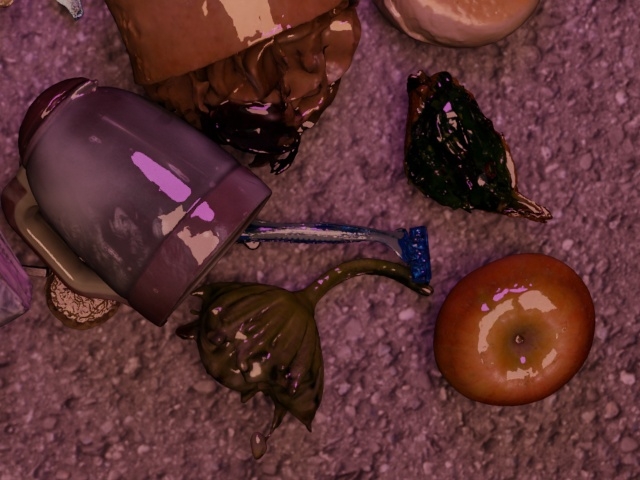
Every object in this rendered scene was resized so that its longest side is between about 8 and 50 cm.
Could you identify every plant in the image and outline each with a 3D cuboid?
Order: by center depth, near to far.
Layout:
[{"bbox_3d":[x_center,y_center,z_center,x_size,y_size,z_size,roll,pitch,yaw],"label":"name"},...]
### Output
[{"bbox_3d":[-0.039,0.108,1.877,0.251,0.180,0.333,48,52,-4],"label":"plant"}]

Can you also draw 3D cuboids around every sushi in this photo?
[{"bbox_3d":[0.194,-0.111,1.862,0.149,0.140,0.287,-37,99,-13],"label":"sushi"}]

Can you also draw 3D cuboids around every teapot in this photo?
[{"bbox_3d":[-0.270,-0.049,1.722,0.312,0.233,0.315,41,125,1],"label":"teapot"}]

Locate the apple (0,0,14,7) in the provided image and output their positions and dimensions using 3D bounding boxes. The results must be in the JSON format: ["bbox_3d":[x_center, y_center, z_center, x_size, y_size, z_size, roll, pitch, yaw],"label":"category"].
[{"bbox_3d":[-0.494,-0.425,1.705,0.265,0.120,0.193,17,95,-5],"label":"apple"}]

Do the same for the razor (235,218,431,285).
[{"bbox_3d":[0.004,-0.007,1.854,0.324,0.056,0.093,7,56,-12],"label":"razor"}]

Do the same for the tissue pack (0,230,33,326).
[{"bbox_3d":[-0.563,0.059,1.593,0.361,0.122,0.259,-29,116,4],"label":"tissue pack"}]

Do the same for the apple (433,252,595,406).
[{"bbox_3d":[0.273,0.125,1.886,0.234,0.173,0.210,-13,101,-1],"label":"apple"}]

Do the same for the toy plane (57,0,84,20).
[{"bbox_3d":[-0.267,-0.397,1.794,0.235,0.060,0.096,-35,113,-11],"label":"toy plane"}]

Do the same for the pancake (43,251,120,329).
[{"bbox_3d":[-0.329,0.068,1.836,0.114,0.011,0.115,-1,94,-10],"label":"pancake"}]

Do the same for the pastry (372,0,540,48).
[{"bbox_3d":[0.191,-0.391,1.844,0.264,0.133,0.265,-1,93,-11],"label":"pastry"}]

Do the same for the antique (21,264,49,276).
[{"bbox_3d":[-0.466,0.034,1.793,0.192,0.031,0.015,5,89,-10],"label":"antique"}]

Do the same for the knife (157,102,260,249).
[{"bbox_3d":[-0.154,-0.094,1.857,0.072,0.019,0.245,-41,99,-8],"label":"knife"}]

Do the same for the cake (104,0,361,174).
[{"bbox_3d":[-0.087,-0.245,1.711,0.332,0.332,0.321,-25,104,-9],"label":"cake"}]
